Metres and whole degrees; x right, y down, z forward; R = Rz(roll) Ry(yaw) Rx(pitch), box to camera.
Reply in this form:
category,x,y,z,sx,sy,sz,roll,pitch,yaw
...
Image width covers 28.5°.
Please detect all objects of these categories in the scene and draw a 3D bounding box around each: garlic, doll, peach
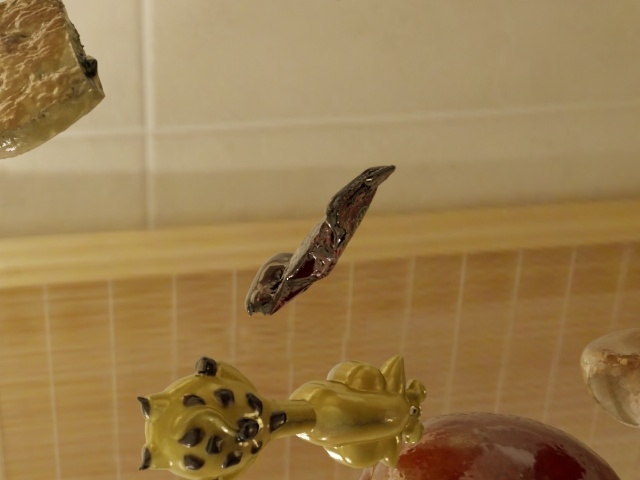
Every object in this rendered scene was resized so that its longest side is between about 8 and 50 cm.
category,x,y,z,sx,sy,sz,roll,pitch,yaw
garlic,0.378,0.170,1.522,0.128,0.115,0.207,-3,-179,16
doll,-0.028,0.155,1.104,0.291,0.117,0.086,0,-173,-35
peach,0.199,0.375,1.605,0.406,0.335,0.310,-6,-142,-23

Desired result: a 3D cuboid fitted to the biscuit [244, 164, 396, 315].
category,x,y,z,sx,sy,sz,roll,pitch,yaw
biscuit,-0.003,0.003,1.555,0.063,0.235,0.151,38,-143,-6

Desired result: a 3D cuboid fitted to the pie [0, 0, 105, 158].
category,x,y,z,sx,sy,sz,roll,pitch,yaw
pie,-0.291,-0.144,1.123,0.185,0.052,0.218,-23,-133,-3
